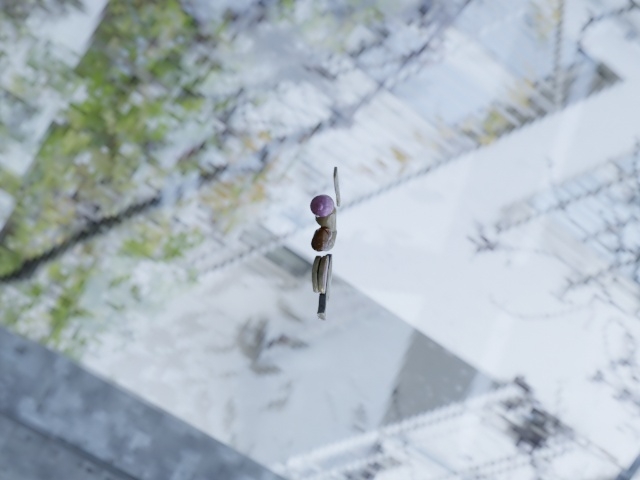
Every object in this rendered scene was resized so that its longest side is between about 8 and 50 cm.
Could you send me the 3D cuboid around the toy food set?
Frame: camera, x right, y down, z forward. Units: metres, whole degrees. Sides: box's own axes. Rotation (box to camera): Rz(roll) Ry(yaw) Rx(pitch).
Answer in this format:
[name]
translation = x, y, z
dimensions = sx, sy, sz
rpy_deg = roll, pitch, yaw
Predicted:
[toy food set]
translation = 0.000, 0.000, 1.468
dimensions = 0.019, 0.078, 0.122
rpy_deg = 4, -123, 7
